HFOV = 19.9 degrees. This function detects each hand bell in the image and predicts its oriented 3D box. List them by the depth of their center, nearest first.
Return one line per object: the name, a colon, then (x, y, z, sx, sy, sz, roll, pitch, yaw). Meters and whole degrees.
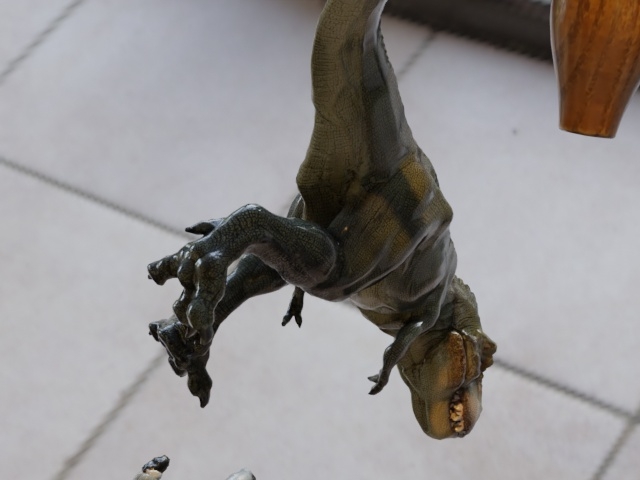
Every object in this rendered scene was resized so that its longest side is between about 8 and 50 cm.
hand bell: (0.109, -0.153, 0.586, 0.126, 0.126, 0.242, 13, 100, 29)

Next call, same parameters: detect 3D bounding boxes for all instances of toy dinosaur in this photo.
toy dinosaur: (0.000, 0.000, 0.603, 0.118, 0.268, 0.064, -32, 59, -12)

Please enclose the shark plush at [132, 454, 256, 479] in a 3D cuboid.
shark plush: (-0.082, 0.143, 0.930, 0.161, 0.067, 0.073, -9, 10, -40)
